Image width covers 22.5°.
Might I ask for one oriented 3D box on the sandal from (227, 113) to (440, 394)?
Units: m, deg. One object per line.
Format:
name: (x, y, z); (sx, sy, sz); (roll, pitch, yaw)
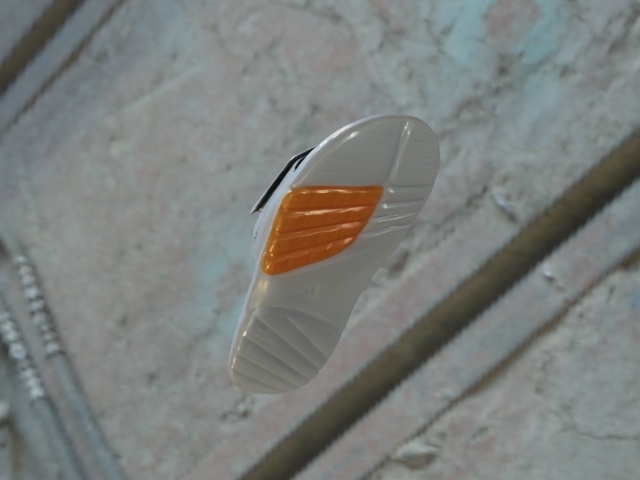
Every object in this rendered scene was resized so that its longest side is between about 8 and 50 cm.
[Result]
sandal: (-0.010, -0.001, 1.141); (0.265, 0.102, 0.076); (-61, 32, 35)
